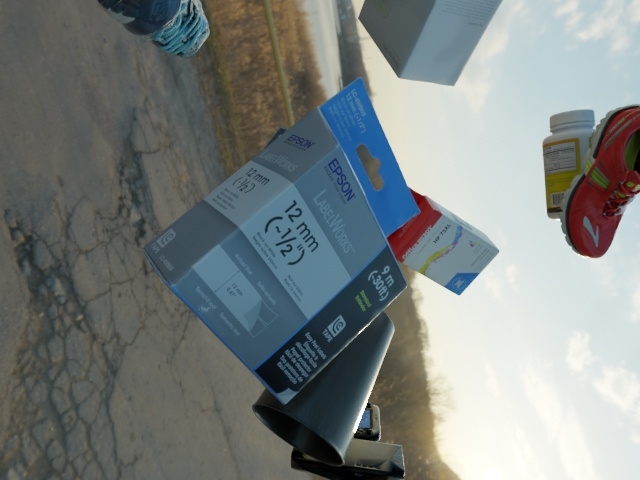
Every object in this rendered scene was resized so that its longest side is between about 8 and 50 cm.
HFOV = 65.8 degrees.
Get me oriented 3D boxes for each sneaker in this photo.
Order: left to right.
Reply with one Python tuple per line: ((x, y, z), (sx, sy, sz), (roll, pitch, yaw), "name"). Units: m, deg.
((-0.177, -0.281, 0.594), (0.122, 0.110, 0.283), (52, 7, -35), "sneaker")
((0.509, -0.096, 0.858), (0.118, 0.107, 0.279), (-120, -141, -72), "sneaker")

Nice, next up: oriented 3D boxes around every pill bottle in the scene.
((0.519, -0.151, 1.011), (0.117, 0.117, 0.215), (-11, 97, -84), "pill bottle")

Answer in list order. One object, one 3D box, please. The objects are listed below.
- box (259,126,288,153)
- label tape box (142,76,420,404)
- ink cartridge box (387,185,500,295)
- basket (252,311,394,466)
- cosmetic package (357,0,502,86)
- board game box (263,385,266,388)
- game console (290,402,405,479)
((-0.080, -0.055, 0.918), (0.247, 0.163, 0.142), (-60, 179, -31), "box")
((0.000, 0.000, 0.630), (0.115, 0.347, 0.249), (35, -19, 50), "label tape box")
((0.237, 0.002, 1.037), (0.134, 0.231, 0.078), (-54, -161, 21), "ink cartridge box")
((0.017, 0.211, 0.795), (0.227, 0.154, 0.204), (-57, 153, -30), "basket")
((0.197, -0.443, 0.897), (0.225, 0.138, 0.224), (113, -34, -44), "cosmetic package")
((-0.064, 0.251, 1.122), (0.043, 0.092, 0.181), (65, 28, -43), "board game box")
((0.062, 0.418, 1.060), (0.361, 0.213, 0.044), (-4, 100, -85), "game console")
